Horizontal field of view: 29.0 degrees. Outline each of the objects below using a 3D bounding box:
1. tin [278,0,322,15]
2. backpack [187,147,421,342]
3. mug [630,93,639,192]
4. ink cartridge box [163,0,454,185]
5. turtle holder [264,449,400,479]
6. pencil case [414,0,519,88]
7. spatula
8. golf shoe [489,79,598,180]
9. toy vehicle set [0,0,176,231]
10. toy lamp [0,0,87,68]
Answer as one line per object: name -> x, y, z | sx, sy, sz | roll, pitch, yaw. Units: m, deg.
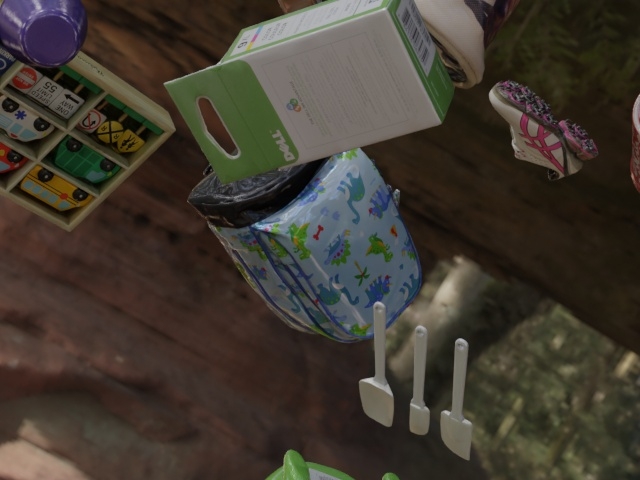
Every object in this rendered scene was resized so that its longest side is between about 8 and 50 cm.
tin -> -0.022, -0.254, 1.269 | 0.106, 0.040, 0.189 | 62, 7, 9
backpack -> 0.000, 0.000, 1.951 | 0.273, 0.290, 0.355 | 18, -41, 37
mug -> 0.427, -0.133, 1.461 | 0.113, 0.150, 0.169 | 29, -7, 24
ink cartridge box -> -0.009, -0.127, 1.013 | 0.109, 0.209, 0.062 | 60, 30, -28
turtle holder -> 0.008, 0.424, 1.432 | 0.243, 0.227, 0.320 | 5, 40, -52
pencil case -> 0.184, -0.344, 1.196 | 0.160, 0.410, 0.183 | 28, -6, 41
spatula -> 0.124, 0.186, 1.618 | 0.168, 0.019, 0.242 | 25, -38, 26
golf shoe -> 0.281, -0.139, 1.633 | 0.186, 0.086, 0.067 | 33, 30, -29
toy vehicle set -> -0.295, -0.126, 1.217 | 0.267, 0.166, 0.035 | 33, 21, -41
toy lamp -> -0.261, -0.215, 1.133 | 0.080, 0.080, 0.275 | 28, 12, -25
